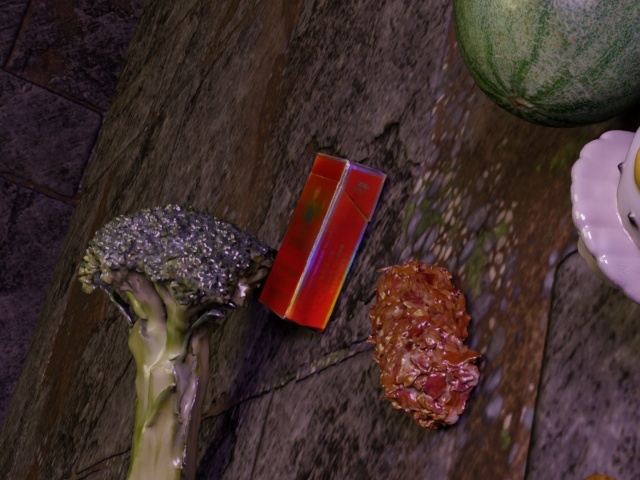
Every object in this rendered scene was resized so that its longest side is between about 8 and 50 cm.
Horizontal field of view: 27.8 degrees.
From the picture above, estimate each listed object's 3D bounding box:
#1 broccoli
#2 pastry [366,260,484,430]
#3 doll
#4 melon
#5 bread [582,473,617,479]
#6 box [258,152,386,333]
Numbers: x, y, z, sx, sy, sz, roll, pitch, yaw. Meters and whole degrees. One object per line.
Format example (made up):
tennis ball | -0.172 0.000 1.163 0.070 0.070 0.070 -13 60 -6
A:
broccoli | -0.163 0.135 1.449 0.252 0.221 0.361 -120 39 -60
pastry | 0.075 0.079 1.036 0.087 0.063 0.169 -55 22 25
doll | 0.235 -0.050 0.679 0.293 0.119 0.138 -41 55 51
melon | 0.189 -0.216 0.884 0.182 0.182 0.287 -2 68 69
bread | 0.149 0.207 0.695 0.140 0.069 0.128 -59 20 19
box | 0.001 0.000 1.334 0.175 0.048 0.112 -68 18 2
